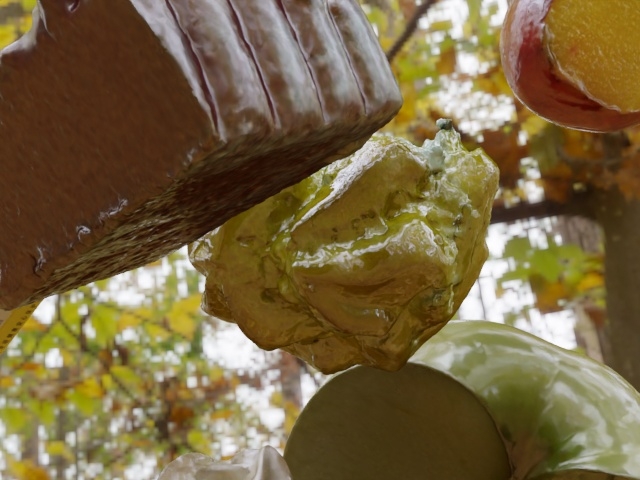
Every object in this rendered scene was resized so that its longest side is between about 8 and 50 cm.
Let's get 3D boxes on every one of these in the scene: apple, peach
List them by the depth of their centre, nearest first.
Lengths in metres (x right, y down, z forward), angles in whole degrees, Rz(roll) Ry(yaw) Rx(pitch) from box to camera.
[{"bbox_3d":[0.141,0.257,1.085,0.311,0.320,0.360,0,-48,-22],"label":"apple"},{"bbox_3d":[0.258,-0.192,1.143,0.190,0.190,0.192,-20,15,24],"label":"peach"}]

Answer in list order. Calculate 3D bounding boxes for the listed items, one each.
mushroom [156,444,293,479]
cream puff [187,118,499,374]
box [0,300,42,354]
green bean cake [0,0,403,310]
[{"bbox_3d":[-0.083,0.296,0.971,0.292,0.292,0.290,-8,-65,3],"label":"mushroom"},{"bbox_3d":[0.000,0.006,0.860,0.221,0.195,0.194,2,-15,42],"label":"cream puff"},{"bbox_3d":[-0.489,0.021,1.722,0.097,0.265,0.168,11,-50,-48],"label":"box"},{"bbox_3d":[-0.092,-0.049,0.603,0.232,0.097,0.198,-27,-6,36],"label":"green bean cake"}]
